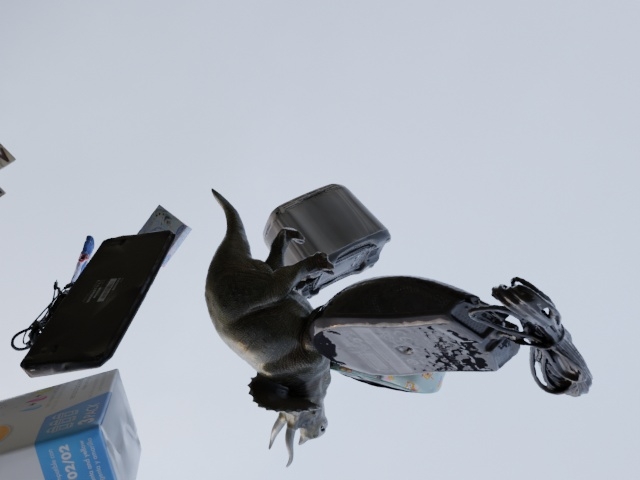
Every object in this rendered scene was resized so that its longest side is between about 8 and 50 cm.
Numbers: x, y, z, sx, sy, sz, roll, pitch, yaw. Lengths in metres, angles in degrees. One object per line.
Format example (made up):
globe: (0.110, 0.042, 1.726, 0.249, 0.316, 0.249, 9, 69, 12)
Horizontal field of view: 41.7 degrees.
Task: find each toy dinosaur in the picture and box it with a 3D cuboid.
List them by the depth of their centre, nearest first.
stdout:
toy dinosaur: (-0.054, 0.079, 0.929, 0.160, 0.313, 0.121, -33, 180, -15)

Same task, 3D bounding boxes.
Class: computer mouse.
computer mouse: (0.116, 0.080, 0.815, 0.272, 0.188, 0.072, -4, -126, 33)

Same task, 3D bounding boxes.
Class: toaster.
toaster: (0.000, 0.000, 1.476, 0.227, 0.146, 0.129, -25, 157, -30)

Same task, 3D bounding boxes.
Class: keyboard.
keyboard: (-0.189, 0.057, 0.717, 0.100, 0.038, 0.192, -5, -150, 13)

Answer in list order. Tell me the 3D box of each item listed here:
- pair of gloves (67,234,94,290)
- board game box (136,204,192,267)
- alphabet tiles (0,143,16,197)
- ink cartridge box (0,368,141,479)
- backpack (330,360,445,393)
pair of gloves: (-0.433, 0.079, 1.486, 0.198, 0.023, 0.159, -119, -130, -72)
board game box: (-0.299, -0.009, 1.578, 0.090, 0.020, 0.090, 35, -93, 33)
alphabet tiles: (-0.625, -0.135, 1.414, 0.009, 0.198, 0.237, -37, -169, 31)
ink cartridge box: (-0.204, 0.140, 0.492, 0.181, 0.062, 0.104, -15, -170, -6)
backpack: (0.114, 0.157, 1.307, 0.166, 0.188, 0.144, -31, 145, -79)
